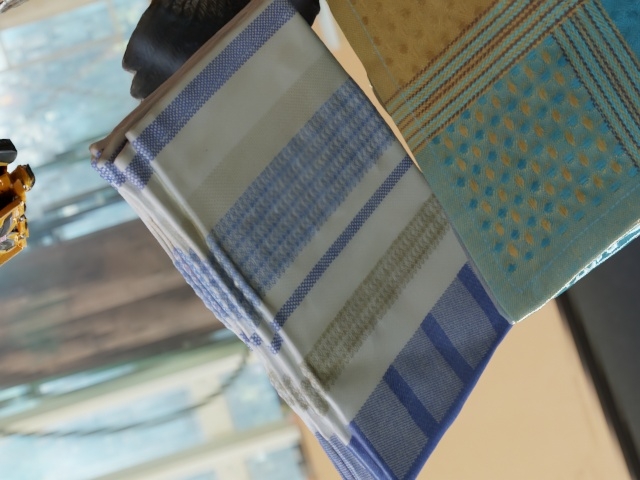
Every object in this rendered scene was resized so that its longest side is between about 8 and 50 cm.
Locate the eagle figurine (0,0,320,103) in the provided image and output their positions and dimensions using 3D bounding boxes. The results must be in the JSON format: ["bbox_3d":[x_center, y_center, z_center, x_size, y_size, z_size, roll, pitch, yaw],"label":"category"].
[{"bbox_3d":[-0.091,-0.251,1.399,0.298,0.225,0.226,-64,13,9],"label":"eagle figurine"}]

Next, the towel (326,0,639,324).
[{"bbox_3d":[0.116,-0.170,1.075,0.040,0.271,0.370,-17,-106,-50],"label":"towel"}]

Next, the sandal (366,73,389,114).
[{"bbox_3d":[0.144,-0.120,1.512,0.060,0.219,0.090,-77,0,-48],"label":"sandal"}]

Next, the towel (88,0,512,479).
[{"bbox_3d":[0.000,0.000,1.129,0.285,0.034,0.209,52,-134,-14],"label":"towel"}]

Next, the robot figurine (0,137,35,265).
[{"bbox_3d":[-0.403,0.008,1.779,0.085,0.291,0.211,56,161,18],"label":"robot figurine"}]
